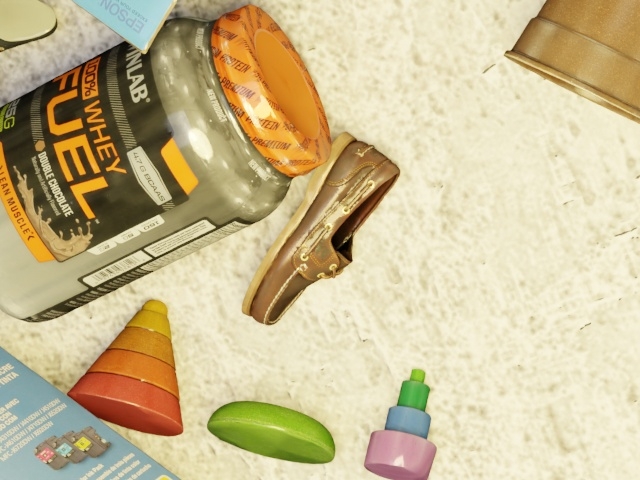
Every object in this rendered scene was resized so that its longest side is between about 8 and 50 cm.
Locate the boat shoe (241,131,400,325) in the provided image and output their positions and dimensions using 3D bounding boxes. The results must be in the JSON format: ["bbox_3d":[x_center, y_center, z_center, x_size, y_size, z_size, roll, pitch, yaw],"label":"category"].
[{"bbox_3d":[0.000,0.000,1.721,0.073,0.073,0.207,34,105,11],"label":"boat shoe"}]

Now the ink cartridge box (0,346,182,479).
[{"bbox_3d":[-0.324,0.272,1.762,0.395,0.151,0.270,35,124,17],"label":"ink cartridge box"}]

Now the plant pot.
[{"bbox_3d":[0.272,-0.199,1.581,0.167,0.167,0.165,28,96,11],"label":"plant pot"}]

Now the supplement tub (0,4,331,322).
[{"bbox_3d":[-0.174,-0.075,1.692,0.338,0.207,0.207,-26,90,17],"label":"supplement tub"}]

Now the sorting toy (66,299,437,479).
[{"bbox_3d":[-0.059,0.138,1.760,0.365,0.127,0.126,10,70,12],"label":"sorting toy"}]

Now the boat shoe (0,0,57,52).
[{"bbox_3d":[-0.321,-0.213,1.804,0.133,0.042,0.049,-4,71,16],"label":"boat shoe"}]

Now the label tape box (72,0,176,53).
[{"bbox_3d":[-0.147,-0.373,1.602,0.240,0.106,0.334,37,111,9],"label":"label tape box"}]
